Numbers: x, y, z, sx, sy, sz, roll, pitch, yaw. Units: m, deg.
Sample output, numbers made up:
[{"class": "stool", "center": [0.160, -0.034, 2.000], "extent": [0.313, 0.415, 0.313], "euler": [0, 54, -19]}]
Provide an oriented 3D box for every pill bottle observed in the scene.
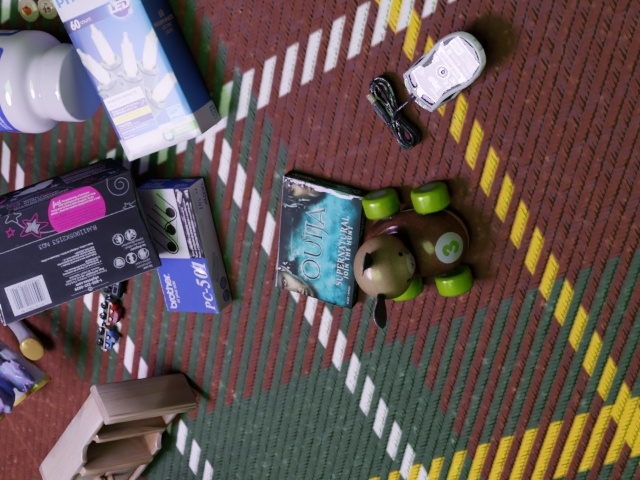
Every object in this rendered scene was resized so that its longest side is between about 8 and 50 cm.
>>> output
[{"class": "pill bottle", "center": [-0.463, -0.236, 1.851], "extent": [0.272, 0.152, 0.152], "euler": [6, 116, 25]}]

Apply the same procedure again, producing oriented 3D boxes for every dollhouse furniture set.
[{"class": "dollhouse furniture set", "center": [-0.262, 0.448, 1.978], "extent": [0.256, 0.362, 0.394], "euler": [-52, 56, 37]}]

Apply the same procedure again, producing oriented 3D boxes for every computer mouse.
[{"class": "computer mouse", "center": [0.148, -0.205, 1.625], "extent": [0.193, 0.042, 0.106], "euler": [-35, 91, 41]}]

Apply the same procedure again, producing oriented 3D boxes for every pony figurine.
[{"class": "pony figurine", "center": [-0.598, 0.125, 2.007], "extent": [0.303, 0.351, 0.363], "euler": [-38, 94, 4]}]

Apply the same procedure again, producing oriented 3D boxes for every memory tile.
[{"class": "memory tile", "center": [-0.395, -0.380, 1.829], "extent": [0.148, 0.012, 0.113], "euler": [-2, 113, 28]}]

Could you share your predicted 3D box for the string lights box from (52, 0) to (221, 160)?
[{"class": "string lights box", "center": [-0.260, -0.259, 1.776], "extent": [0.133, 0.077, 0.259], "euler": [-18, 106, 26]}]

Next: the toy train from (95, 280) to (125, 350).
[{"class": "toy train", "center": [-0.340, 0.116, 2.041], "extent": [0.036, 0.027, 0.158], "euler": [17, 121, 6]}]

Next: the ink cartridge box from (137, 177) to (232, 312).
[{"class": "ink cartridge box", "center": [-0.206, 0.008, 1.905], "extent": [0.097, 0.046, 0.207], "euler": [1, 114, 28]}]

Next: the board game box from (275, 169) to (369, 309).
[{"class": "board game box", "center": [0.000, 0.000, 1.809], "extent": [0.126, 0.026, 0.186], "euler": [15, 120, 19]}]

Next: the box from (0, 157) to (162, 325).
[{"class": "box", "center": [-0.387, -0.002, 1.859], "extent": [0.142, 0.247, 0.163], "euler": [-147, 38, -65]}]

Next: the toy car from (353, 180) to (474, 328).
[{"class": "toy car", "center": [0.105, 0.030, 1.671], "extent": [0.149, 0.188, 0.155], "euler": [-7, 111, 30]}]
